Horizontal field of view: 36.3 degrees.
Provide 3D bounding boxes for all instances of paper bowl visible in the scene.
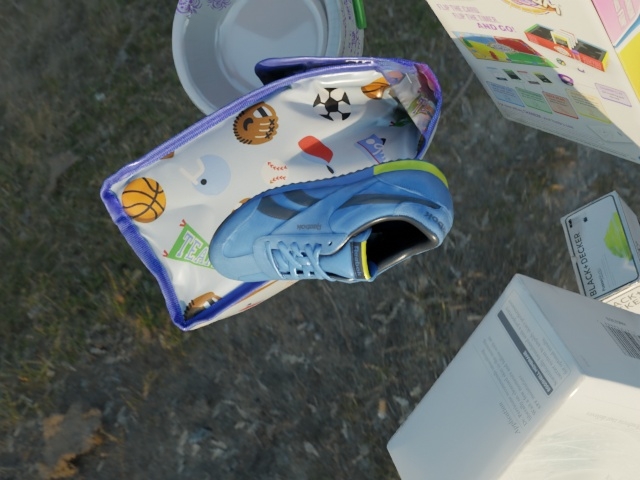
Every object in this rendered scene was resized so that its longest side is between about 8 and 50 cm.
[{"bbox_3d":[-0.070,-0.301,1.478,0.284,0.148,0.284,0,91,25],"label":"paper bowl"}]

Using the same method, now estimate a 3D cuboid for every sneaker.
[{"bbox_3d":[0.000,0.000,0.748,0.209,0.069,0.082,-15,36,21],"label":"sneaker"}]

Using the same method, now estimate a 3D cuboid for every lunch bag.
[{"bbox_3d":[-0.037,-0.084,1.195,0.385,0.328,0.239,-31,91,2],"label":"lunch bag"}]

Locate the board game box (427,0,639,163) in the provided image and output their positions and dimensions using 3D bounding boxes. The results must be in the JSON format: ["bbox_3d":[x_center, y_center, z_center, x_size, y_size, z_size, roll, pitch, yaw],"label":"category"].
[{"bbox_3d":[0.228,-0.205,0.969,0.242,0.316,0.064,29,80,44],"label":"board game box"}]

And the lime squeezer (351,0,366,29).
[{"bbox_3d":[-0.024,-0.368,1.086,0.110,0.310,0.059,-57,30,-4],"label":"lime squeezer"}]

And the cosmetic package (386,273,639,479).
[{"bbox_3d":[0.225,0.180,0.908,0.225,0.224,0.138,-57,34,25],"label":"cosmetic package"}]

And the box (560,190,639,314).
[{"bbox_3d":[0.455,0.083,1.353,0.087,0.290,0.169,-31,38,28],"label":"box"}]
